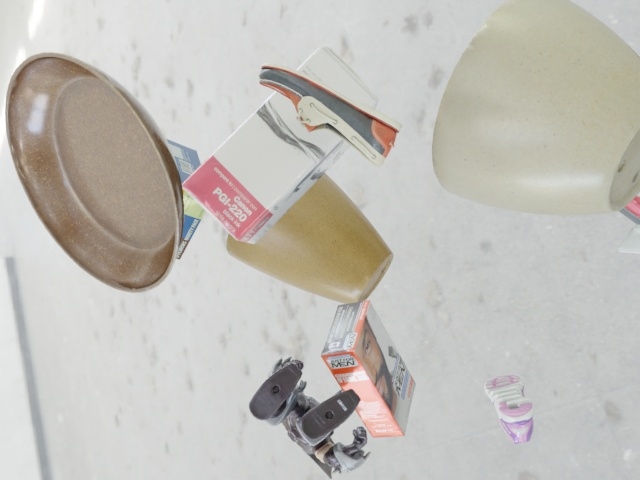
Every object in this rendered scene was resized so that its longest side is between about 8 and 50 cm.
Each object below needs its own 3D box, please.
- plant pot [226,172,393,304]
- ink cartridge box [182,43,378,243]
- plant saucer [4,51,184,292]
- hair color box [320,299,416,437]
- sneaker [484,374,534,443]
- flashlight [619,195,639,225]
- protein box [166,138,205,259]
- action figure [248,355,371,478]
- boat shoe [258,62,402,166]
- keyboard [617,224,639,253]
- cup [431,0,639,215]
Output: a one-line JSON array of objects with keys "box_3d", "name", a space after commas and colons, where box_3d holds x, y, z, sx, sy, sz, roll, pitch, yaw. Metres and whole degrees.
[{"box_3d": [0.000, 0.000, 1.365, 0.254, 0.237, 0.237, 34, 128, 14], "name": "plant pot"}, {"box_3d": [-0.040, -0.102, 0.854, 0.092, 0.218, 0.158, 43, 180, 2], "name": "ink cartridge box"}, {"box_3d": [-0.172, -0.054, 0.586, 0.198, 0.036, 0.199, 21, 127, 31], "name": "plant saucer"}, {"box_3d": [0.068, 0.172, 0.981, 0.053, 0.093, 0.167, -13, 124, 29], "name": "hair color box"}, {"box_3d": [0.446, 0.395, 1.736, 0.236, 0.095, 0.105, -75, -30, -75], "name": "sneaker"}, {"box_3d": [0.739, -0.112, 1.781, 0.304, 0.103, 0.103, 41, 97, 20], "name": "flashlight"}, {"box_3d": [-0.322, -0.098, 1.305, 0.136, 0.201, 0.200, -59, 31, 20], "name": "protein box"}, {"box_3d": [-0.012, 0.236, 1.000, 0.185, 0.099, 0.285, 38, 167, 13], "name": "action figure"}, {"box_3d": [0.004, -0.112, 0.652, 0.043, 0.137, 0.049, -63, 4, 5], "name": "boat shoe"}, {"box_3d": [0.489, 0.004, 0.868, 0.255, 0.072, 0.014, 3, 120, 36], "name": "keyboard"}, {"box_3d": [0.359, -0.167, 1.075, 0.237, 0.331, 0.331, 33, 123, 33], "name": "cup"}]
